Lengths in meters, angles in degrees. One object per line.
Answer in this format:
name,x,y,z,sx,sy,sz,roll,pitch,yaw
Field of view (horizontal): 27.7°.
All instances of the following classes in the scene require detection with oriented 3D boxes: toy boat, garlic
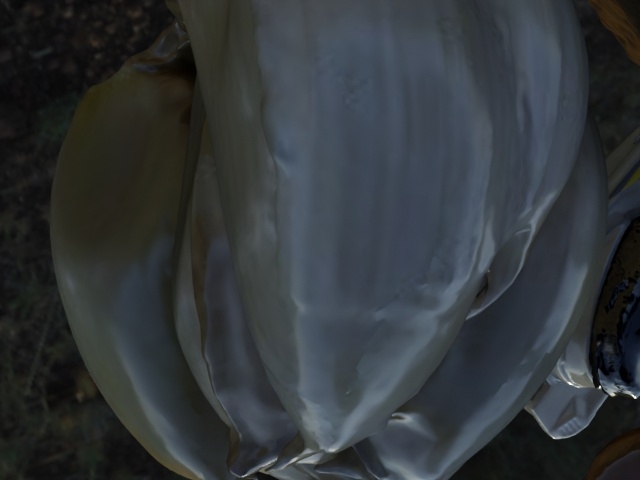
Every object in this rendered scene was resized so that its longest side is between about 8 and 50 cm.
toy boat,0.219,0.006,0.814,0.269,0.141,0.141,-39,144,0
garlic,0.012,0.002,0.455,0.184,0.203,0.281,0,162,-27

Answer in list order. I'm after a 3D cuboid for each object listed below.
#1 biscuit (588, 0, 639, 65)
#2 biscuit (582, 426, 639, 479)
biscuit,0.147,-0.070,0.488,0.037,0.262,0.262,-39,143,11
biscuit,0.192,0.271,0.619,0.057,0.312,0.351,0,105,-75
